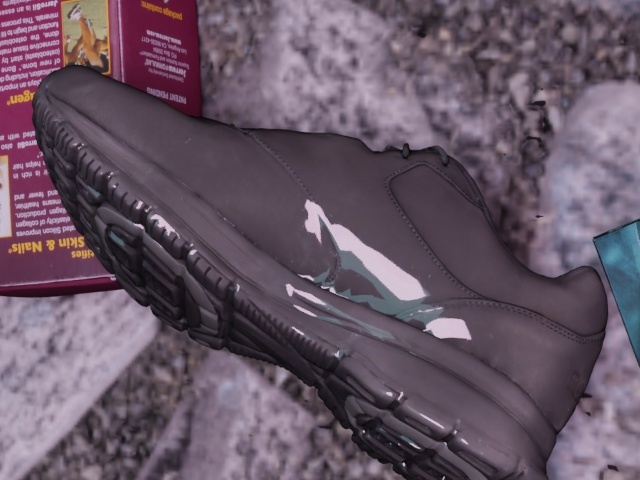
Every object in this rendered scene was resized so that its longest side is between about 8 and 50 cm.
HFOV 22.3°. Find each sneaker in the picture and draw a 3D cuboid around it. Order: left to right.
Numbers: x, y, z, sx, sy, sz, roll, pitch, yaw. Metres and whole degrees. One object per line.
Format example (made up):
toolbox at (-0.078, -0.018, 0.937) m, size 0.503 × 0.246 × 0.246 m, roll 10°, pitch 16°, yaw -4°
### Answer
sneaker at (0.000, 0.000, 0.739) m, size 0.286 × 0.109 × 0.130 m, roll 35°, pitch 68°, yaw 2°

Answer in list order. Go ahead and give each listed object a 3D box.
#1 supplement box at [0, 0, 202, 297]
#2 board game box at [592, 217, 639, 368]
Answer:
supplement box at (-0.123, -0.068, 0.838) m, size 0.104 × 0.081 × 0.188 m, roll -6°, pitch 84°, yaw 26°
board game box at (0.206, 0.063, 0.694) m, size 0.126 × 0.026 × 0.186 m, roll -23°, pitch 77°, yaw 24°
